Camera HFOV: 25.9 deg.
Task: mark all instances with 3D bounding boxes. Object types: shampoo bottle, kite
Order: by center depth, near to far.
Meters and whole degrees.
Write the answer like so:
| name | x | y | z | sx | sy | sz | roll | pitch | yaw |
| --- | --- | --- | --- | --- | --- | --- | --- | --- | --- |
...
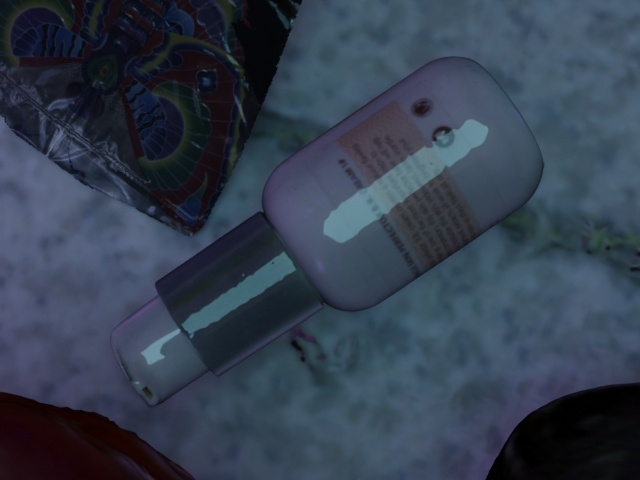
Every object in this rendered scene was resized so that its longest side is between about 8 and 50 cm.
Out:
| name | x | y | z | sx | sy | sz | roll | pitch | yaw |
| --- | --- | --- | --- | --- | --- | --- | --- | --- | --- |
| kite | -0.042 | -0.146 | 0.580 | 0.152 | 0.015 | 0.285 | 38 | 106 | 2 |
| shampoo bottle | 0.000 | 0.000 | 0.586 | 0.192 | 0.074 | 0.074 | -35 | 87 | 1 |

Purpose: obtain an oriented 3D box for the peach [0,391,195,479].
| name | x | y | z | sx | sy | sz | roll | pitch | yaw |
| --- | --- | --- | --- | --- | --- | --- | --- | --- | --- |
| peach | -0.179 | 0.242 | 0.457 | 0.353 | 0.339 | 0.417 | 3 | 87 | 38 |

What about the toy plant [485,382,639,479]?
| name | x | y | z | sx | sy | sz | roll | pitch | yaw |
| --- | --- | --- | --- | --- | --- | --- | --- | --- | --- |
| toy plant | 0.141 | 0.179 | 0.539 | 0.218 | 0.175 | 0.235 | 0 | 115 | 8 |
